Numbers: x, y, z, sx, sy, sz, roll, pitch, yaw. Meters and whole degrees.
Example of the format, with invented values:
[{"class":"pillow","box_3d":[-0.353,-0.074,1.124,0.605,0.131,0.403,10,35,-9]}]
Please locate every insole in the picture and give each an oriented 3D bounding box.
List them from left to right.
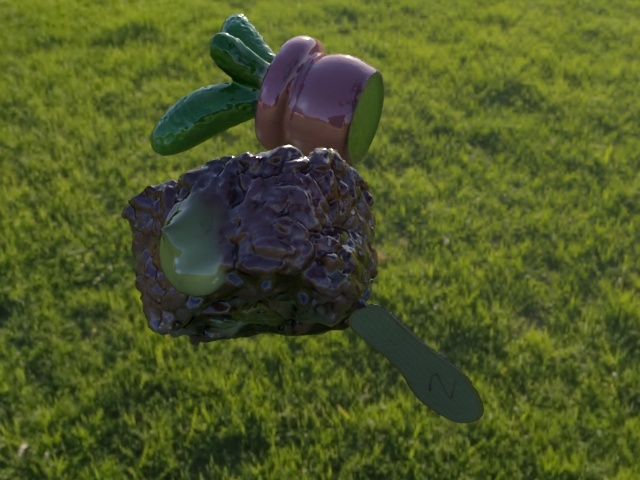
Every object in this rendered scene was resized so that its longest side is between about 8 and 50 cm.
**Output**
[{"class":"insole","box_3d":[0.097,0.124,0.888,0.064,0.188,0.004,-31,27,32]}]

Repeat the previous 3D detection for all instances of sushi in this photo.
[{"class":"sushi","box_3d":[-0.077,0.015,0.945,0.270,0.236,0.171,-12,72,27]}]

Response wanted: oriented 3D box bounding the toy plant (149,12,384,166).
[{"class":"toy plant","box_3d":[-0.083,-0.241,1.577,0.356,0.211,0.317,22,70,11]}]
